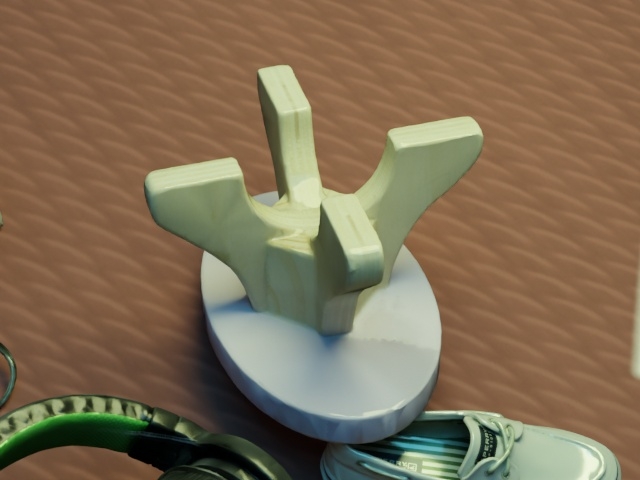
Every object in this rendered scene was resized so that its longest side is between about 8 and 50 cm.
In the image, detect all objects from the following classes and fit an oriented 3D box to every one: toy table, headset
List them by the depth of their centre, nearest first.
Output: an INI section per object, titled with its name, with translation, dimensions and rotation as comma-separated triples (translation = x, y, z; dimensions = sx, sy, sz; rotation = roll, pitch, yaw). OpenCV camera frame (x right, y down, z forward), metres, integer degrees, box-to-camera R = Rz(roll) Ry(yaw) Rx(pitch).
[headset]
translation = -0.063, 0.234, 1.132
dimensions = 0.394, 0.185, 0.243
rotation = 26, 46, -11
[toy table]
translation = 0.000, 0.000, 1.284
dimensions = 0.252, 0.161, 0.274
rotation = -18, 41, -21

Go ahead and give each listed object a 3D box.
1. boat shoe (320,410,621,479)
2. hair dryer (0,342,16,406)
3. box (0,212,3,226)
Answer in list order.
[boat shoe]
translation = 0.114, 0.167, 1.265
dimensions = 0.226, 0.076, 0.083
rotation = -1, 56, -3
[hair dryer]
translation = -0.398, 0.132, 1.288
dimensions = 0.293, 0.080, 0.224
rotation = 17, 40, 3
[box]
translation = -0.360, -0.081, 1.313
dimensions = 0.163, 0.247, 0.142
rotation = 37, 63, 21
